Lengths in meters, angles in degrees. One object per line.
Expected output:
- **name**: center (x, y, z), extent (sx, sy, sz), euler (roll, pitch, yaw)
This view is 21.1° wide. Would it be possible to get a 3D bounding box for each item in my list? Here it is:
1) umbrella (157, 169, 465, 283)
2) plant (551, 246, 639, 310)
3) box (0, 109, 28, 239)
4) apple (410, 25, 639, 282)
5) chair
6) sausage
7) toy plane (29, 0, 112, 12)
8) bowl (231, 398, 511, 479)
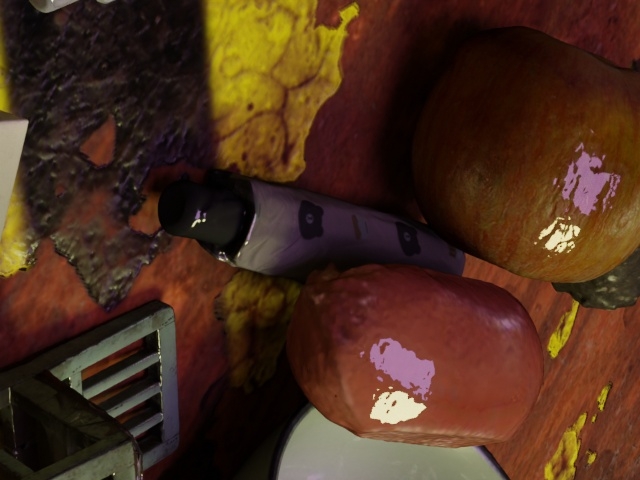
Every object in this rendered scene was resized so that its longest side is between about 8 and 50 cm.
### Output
- **umbrella**: center (0.000, 0.000, 1.340), extent (0.337, 0.067, 0.073), euler (15, 87, -51)
- **plant**: center (0.261, -0.042, 1.572), extent (0.129, 0.132, 0.195), euler (-35, 138, -37)
- **box**: center (-0.272, 0.005, 0.958), extent (0.256, 0.069, 0.164), euler (-14, 121, -68)
- **apple**: center (0.179, -0.069, 1.395), extent (0.211, 0.211, 0.188), euler (5, 111, -50)
- **chair**: center (-0.162, 0.163, 1.174), extent (0.270, 0.147, 0.136), euler (-22, 124, -39)
- **sausage**: center (0.078, 0.092, 1.339), extent (0.254, 0.148, 0.148), euler (6, 104, -42)
- **toy plane**: center (-0.153, -0.262, 0.979), extent (0.266, 0.122, 0.267), euler (-2, 93, -41)
- **bowl**: center (0.029, 0.308, 1.387), extent (0.185, 0.354, 0.354), euler (-34, 157, 33)
